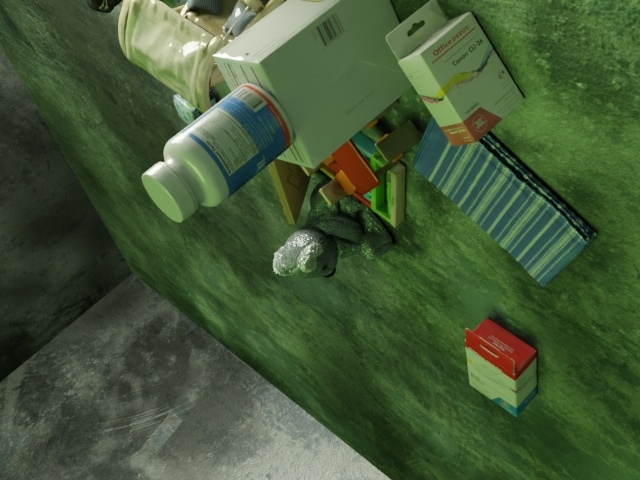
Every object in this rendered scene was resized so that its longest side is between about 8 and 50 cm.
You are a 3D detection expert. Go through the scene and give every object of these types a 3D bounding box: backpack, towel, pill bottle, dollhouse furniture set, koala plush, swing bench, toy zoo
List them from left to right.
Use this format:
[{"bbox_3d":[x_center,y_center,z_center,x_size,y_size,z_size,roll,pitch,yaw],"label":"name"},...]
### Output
[{"bbox_3d":[-0.303,-0.325,2.370,0.105,0.084,0.114,39,160,31],"label":"backpack"},{"bbox_3d":[-0.213,-0.400,1.807,0.253,0.254,0.165,36,156,29],"label":"swing bench"},{"bbox_3d":[-0.158,-0.129,1.468,0.124,0.221,0.124,41,158,21],"label":"pill bottle"},{"bbox_3d":[0.000,0.000,2.141,0.203,0.221,0.196,54,159,-15],"label":"koala plush"},{"bbox_3d":[0.022,-0.200,1.811,0.259,0.135,0.262,54,151,-1],"label":"dollhouse furniture set"},{"bbox_3d":[0.057,-0.168,1.999,0.293,0.030,0.192,39,158,25],"label":"toy zoo"},{"bbox_3d":[0.300,-0.071,1.670,0.336,0.040,0.243,44,160,10],"label":"towel"}]

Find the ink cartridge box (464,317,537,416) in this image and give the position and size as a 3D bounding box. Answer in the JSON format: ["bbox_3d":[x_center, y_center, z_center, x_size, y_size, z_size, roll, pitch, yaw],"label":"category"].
[{"bbox_3d":[0.380,0.256,2.038,0.134,0.078,0.231,34,156,32],"label":"ink cartridge box"}]

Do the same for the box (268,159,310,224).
[{"bbox_3d":[-0.064,-0.160,2.092,0.021,0.164,0.201,3,141,19],"label":"box"}]

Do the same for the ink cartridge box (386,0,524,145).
[{"bbox_3d":[0.198,-0.253,1.435,0.198,0.115,0.067,54,160,-15],"label":"ink cartridge box"}]

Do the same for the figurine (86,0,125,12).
[{"bbox_3d":[-0.437,-0.568,2.079,0.215,0.092,0.209,36,152,28],"label":"figurine"}]

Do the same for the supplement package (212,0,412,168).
[{"bbox_3d":[-0.001,-0.282,1.577,0.145,0.262,0.204,19,145,51],"label":"supplement package"}]
